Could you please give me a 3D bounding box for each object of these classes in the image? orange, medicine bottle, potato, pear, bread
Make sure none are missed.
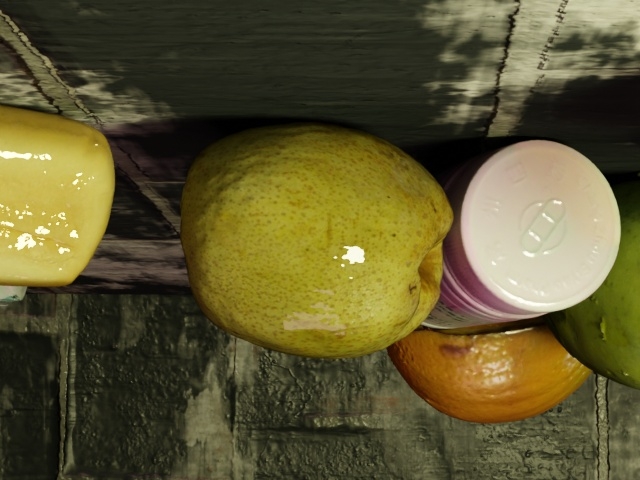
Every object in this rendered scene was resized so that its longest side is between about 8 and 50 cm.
[{"bbox_3d":[0.195,0.078,1.985,0.274,0.274,0.310,-1,167,12],"label":"orange"},{"bbox_3d":[0.150,-0.001,1.609,0.152,0.152,0.254,2,174,-16],"label":"medicine bottle"},{"bbox_3d":[0.319,0.042,1.718,0.216,0.215,0.304,2,178,-16],"label":"potato"},{"bbox_3d":[0.000,0.000,1.443,0.211,0.188,0.228,3,172,7],"label":"pear"},{"bbox_3d":[-0.267,-0.039,1.379,0.217,0.147,0.098,10,-167,-36],"label":"bread"}]

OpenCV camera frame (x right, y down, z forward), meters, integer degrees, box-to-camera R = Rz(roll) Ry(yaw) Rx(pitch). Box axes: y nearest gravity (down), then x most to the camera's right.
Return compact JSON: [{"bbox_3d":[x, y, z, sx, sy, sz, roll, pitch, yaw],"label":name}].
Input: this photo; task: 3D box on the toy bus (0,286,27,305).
[{"bbox_3d":[-0.422,-0.003,1.712,0.317,0.138,0.112,1,176,17],"label":"toy bus"}]
